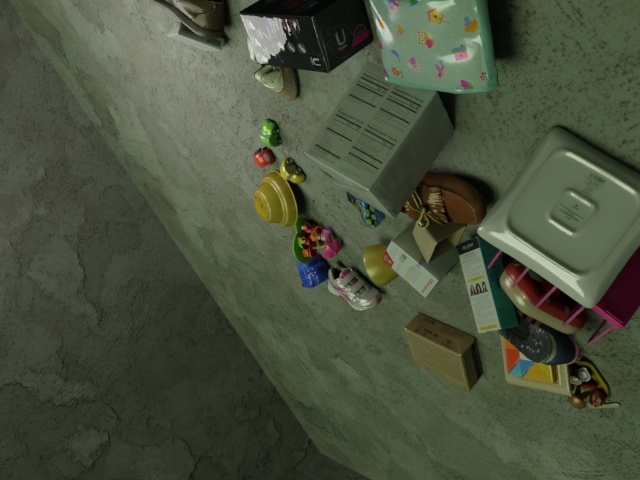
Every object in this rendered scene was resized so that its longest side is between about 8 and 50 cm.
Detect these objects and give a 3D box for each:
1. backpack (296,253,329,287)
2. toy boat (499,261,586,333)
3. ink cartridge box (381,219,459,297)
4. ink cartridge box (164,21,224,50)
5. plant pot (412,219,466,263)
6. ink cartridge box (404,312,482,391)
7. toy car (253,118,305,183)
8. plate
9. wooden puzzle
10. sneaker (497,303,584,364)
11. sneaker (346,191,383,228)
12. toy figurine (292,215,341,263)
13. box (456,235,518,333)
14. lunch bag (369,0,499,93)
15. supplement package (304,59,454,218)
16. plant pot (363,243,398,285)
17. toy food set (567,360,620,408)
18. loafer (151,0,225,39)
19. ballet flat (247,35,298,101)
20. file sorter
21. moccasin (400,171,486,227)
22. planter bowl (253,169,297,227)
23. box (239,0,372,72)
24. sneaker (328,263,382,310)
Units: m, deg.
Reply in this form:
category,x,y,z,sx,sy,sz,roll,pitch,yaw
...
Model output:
category,x,y,z,sx,sy,sz,roll,pitch,yaw
backpack,-0.025,0.105,2.507,0.101,0.098,0.120,-7,108,49
toy boat,0.553,0.113,1.601,0.231,0.151,0.151,26,-162,-15
ink cartridge box,0.291,0.048,1.907,0.176,0.127,0.128,43,154,11
ink cartridge box,-0.392,-0.628,2.052,0.145,0.045,0.179,14,-171,-30
plant pot,0.315,-0.021,1.816,0.096,0.109,0.109,51,156,24
ink cartridge box,0.409,0.369,2.210,0.235,0.088,0.193,22,145,41
toy car,-0.163,-0.300,2.207,0.239,0.053,0.225,30,148,33
plate,0.499,-0.054,1.316,0.277,0.278,0.045,37,-175,22
wooden puzzle,0.580,0.305,1.830,0.221,0.044,0.238,-2,101,57
sneaker,0.554,0.228,1.730,0.319,0.131,0.112,-116,41,-62
sneaker,0.129,-0.120,2.015,0.188,0.067,0.078,56,174,-19
toy figurine,0.000,0.000,2.343,0.159,0.130,0.173,2,105,39
box,0.433,0.113,1.729,0.100,0.060,0.244,149,111,-64
lunch bag,0.241,-0.419,1.321,0.262,0.160,0.223,28,147,45
supplement package,0.142,-0.230,1.540,0.198,0.262,0.199,33,178,28
plant pot,0.212,0.065,2.075,0.095,0.134,0.134,-24,109,33
toy food set,0.711,0.404,1.817,0.218,0.071,0.128,52,154,-9
loafer,-0.412,-0.741,1.941,0.366,0.134,0.130,36,126,4
ballet flat,-0.146,-0.505,1.845,0.108,0.106,0.316,27,147,37
file sorter,0.549,0.058,1.455,0.291,0.202,0.182,41,156,15
moccasin,0.257,-0.108,1.724,0.380,0.147,0.139,24,145,40
planter bowl,-0.175,-0.132,2.347,0.217,0.090,0.217,42,144,40
box,-0.037,-0.513,1.601,0.270,0.165,0.143,21,143,43
sneaker,0.110,0.162,2.367,0.252,0.103,0.111,23,146,40
